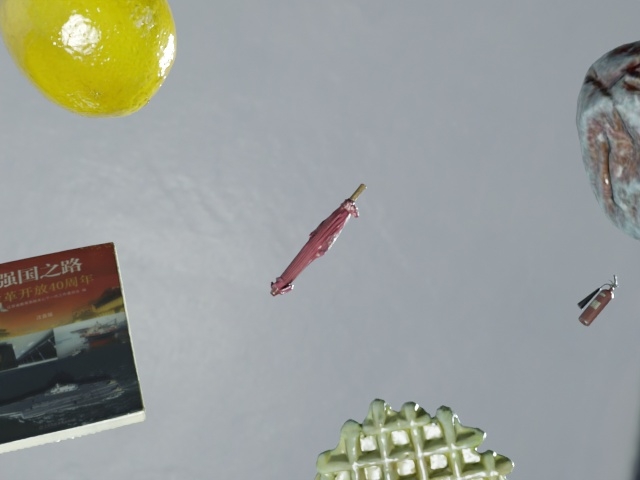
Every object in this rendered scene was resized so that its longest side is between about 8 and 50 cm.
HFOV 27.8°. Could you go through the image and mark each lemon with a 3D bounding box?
[{"bbox_3d":[-0.322,-0.293,1.807,0.236,0.263,0.235,-16,-113,44],"label":"lemon"}]

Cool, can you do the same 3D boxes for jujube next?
[{"bbox_3d":[0.512,-0.156,1.946,0.246,0.215,0.308,34,-36,48],"label":"jujube"}]

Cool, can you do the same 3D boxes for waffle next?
[{"bbox_3d":[0.124,0.380,1.848,0.309,0.292,0.056,-53,-176,14],"label":"waffle"}]

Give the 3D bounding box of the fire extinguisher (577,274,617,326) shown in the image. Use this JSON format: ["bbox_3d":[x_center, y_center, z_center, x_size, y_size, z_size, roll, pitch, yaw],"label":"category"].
[{"bbox_3d":[0.489,0.106,2.293,0.100,0.032,0.046,-48,-165,-11],"label":"fire extinguisher"}]

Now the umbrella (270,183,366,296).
[{"bbox_3d":[0.000,0.000,1.370,0.165,0.027,0.025,-49,164,-24],"label":"umbrella"}]

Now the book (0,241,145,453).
[{"bbox_3d":[-0.423,0.158,1.998,0.028,0.263,0.373,84,-10,-45],"label":"book"}]
